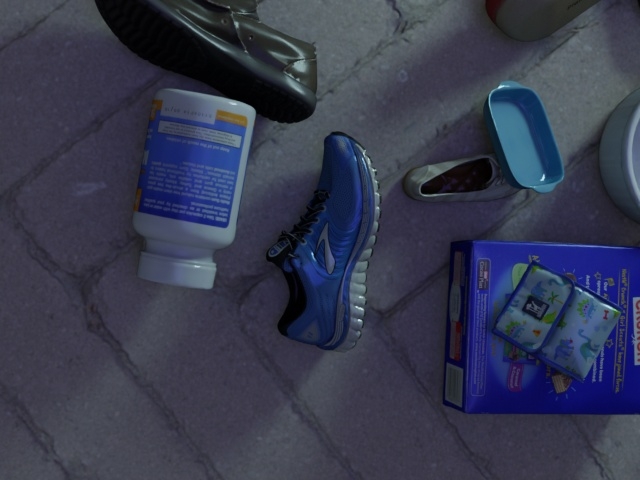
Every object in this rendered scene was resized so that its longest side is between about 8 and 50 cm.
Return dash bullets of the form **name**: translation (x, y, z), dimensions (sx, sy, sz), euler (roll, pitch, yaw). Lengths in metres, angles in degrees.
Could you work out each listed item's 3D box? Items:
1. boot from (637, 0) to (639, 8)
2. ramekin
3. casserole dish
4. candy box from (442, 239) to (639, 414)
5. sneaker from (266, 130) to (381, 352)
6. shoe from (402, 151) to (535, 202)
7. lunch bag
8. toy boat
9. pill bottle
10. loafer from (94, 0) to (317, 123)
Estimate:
- **boot**: translation (0.554, -0.464, 1.859), dimensions (0.115, 0.112, 0.305), euler (-15, 99, -1)
- **ramekin**: translation (0.582, -0.136, 1.863), dimensions (0.277, 0.135, 0.277), euler (-1, 94, -13)
- **casserole dish**: translation (0.311, -0.156, 1.821), dimensions (0.114, 0.037, 0.188), euler (-9, 77, -33)
- **candy box**: translation (0.363, 0.136, 1.836), dimensions (0.317, 0.122, 0.268), euler (3, 91, -12)
- **sneaker**: translation (0.000, 0.000, 1.744), dimensions (0.147, 0.130, 0.329), euler (6, 92, -15)
- **shoe**: translation (0.239, -0.094, 1.827), dimensions (0.219, 0.058, 0.076), euler (-10, 95, -12)
- **lunch bag**: translation (0.347, 0.118, 1.727), dimensions (0.151, 0.096, 0.128), euler (31, 87, 4)
- **toy boat**: translation (0.348, -0.419, 1.809), dimensions (0.231, 0.151, 0.151), euler (-34, 69, -9)
- **pill bottle**: translation (-0.188, -0.072, 1.685), dimensions (0.152, 0.152, 0.272), euler (11, 91, -13)
- **loafer**: translation (-0.158, -0.304, 1.706), dimensions (0.366, 0.134, 0.130), euler (30, 63, -22)
